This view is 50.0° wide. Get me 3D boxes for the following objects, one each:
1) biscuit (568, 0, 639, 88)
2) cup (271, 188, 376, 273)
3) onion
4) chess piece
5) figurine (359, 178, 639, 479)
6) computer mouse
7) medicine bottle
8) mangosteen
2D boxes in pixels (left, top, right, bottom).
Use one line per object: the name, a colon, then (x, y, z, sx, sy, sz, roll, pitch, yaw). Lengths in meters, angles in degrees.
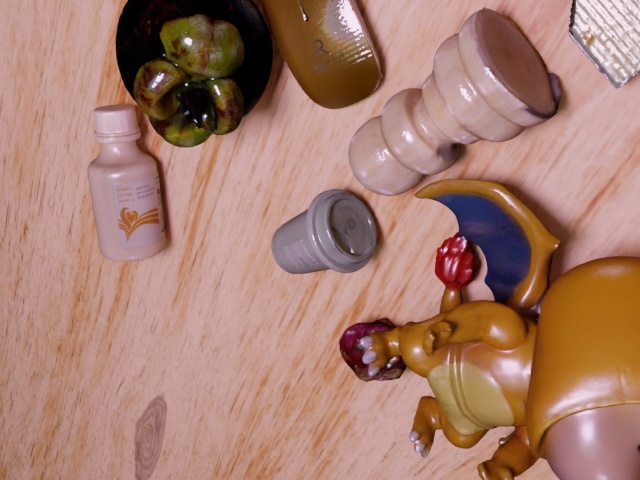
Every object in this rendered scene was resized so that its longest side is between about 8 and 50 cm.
biscuit: (0.353, -0.282, 0.675, 0.147, 0.046, 0.250, 49, 126, 4)
cup: (0.000, 0.000, 0.982, 0.141, 0.120, 0.120, -25, 95, 46)
onion: (0.081, 0.159, 1.010, 0.107, 0.097, 0.107, 19, 149, 12)
chess piece: (0.138, -0.139, 0.827, 0.261, 0.143, 0.142, -35, 89, 41)
figurine: (0.254, 0.113, 0.772, 0.387, 0.268, 0.401, -12, 98, 38)
computer mouse: (-0.005, -0.292, 0.895, 0.126, 0.056, 0.245, -18, 98, 36)
medicine bottle: (-0.327, -0.097, 1.143, 0.114, 0.114, 0.252, 10, 115, 29)
mangosteen: (-0.169, -0.242, 0.911, 0.243, 0.243, 0.243, 13, 116, 28)
